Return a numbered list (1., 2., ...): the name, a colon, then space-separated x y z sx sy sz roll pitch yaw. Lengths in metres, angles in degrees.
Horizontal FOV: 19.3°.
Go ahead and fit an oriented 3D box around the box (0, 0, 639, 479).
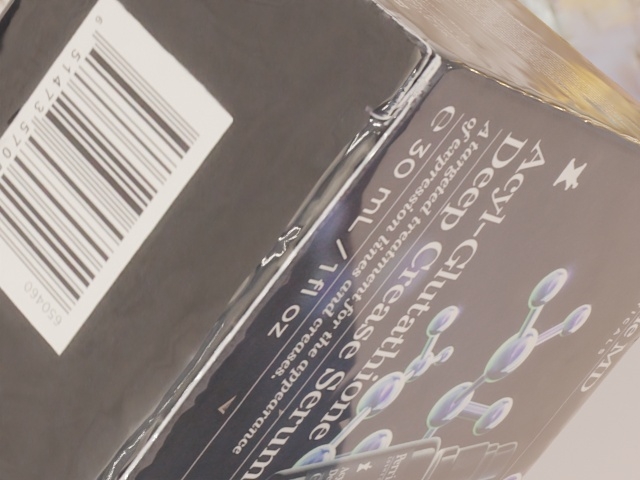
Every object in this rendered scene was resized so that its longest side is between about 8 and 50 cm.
1. box: 0.000 0.000 0.988 0.293 0.212 0.395 -53 151 14
